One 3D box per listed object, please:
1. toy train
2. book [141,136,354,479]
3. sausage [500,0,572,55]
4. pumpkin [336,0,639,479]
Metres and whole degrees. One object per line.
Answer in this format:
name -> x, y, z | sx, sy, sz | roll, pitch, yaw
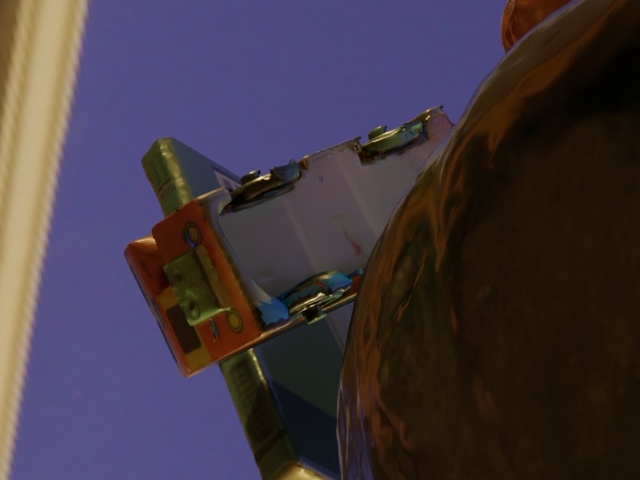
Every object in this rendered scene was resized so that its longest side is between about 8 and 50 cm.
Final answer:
toy train -> 0.000, 0.000, 0.830 | 0.099, 0.188, 0.072 | -35, -100, 48
book -> 0.038, 0.083, 0.996 | 0.031, 0.264, 0.379 | -52, -155, 13
sausage -> 0.244, -0.192, 1.401 | 0.133, 0.258, 0.133 | 44, -31, 35
pumpkin -> 0.156, 0.055, 0.407 | 0.300, 0.300, 0.207 | -51, -152, 38
